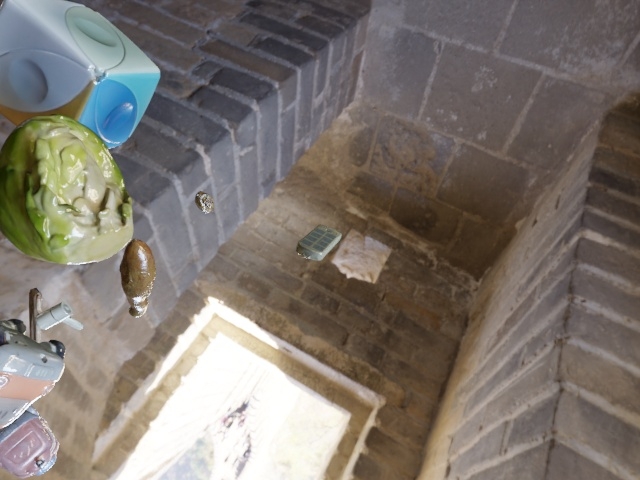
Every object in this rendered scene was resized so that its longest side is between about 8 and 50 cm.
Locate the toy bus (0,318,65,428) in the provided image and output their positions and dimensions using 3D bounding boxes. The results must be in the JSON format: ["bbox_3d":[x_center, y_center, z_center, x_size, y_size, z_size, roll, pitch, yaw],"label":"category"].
[{"bbox_3d":[-0.696,0.263,0.811,0.287,0.232,0.194,20,157,18],"label":"toy bus"}]

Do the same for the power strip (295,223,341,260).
[{"bbox_3d":[0.000,0.000,1.171,0.079,0.227,0.029,22,115,12],"label":"power strip"}]

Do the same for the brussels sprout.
[{"bbox_3d":[-0.624,-0.105,0.997,0.314,0.275,0.371,-41,73,28],"label":"brussels sprout"}]

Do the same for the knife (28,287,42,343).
[{"bbox_3d":[-0.892,0.321,1.282,0.089,0.043,0.366,14,103,25],"label":"knife"}]

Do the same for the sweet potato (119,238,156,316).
[{"bbox_3d":[-0.592,0.143,1.317,0.109,0.109,0.386,29,130,8],"label":"sweet potato"}]

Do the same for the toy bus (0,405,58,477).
[{"bbox_3d":[-1.100,0.769,1.513,0.231,0.197,0.294,42,140,3],"label":"toy bus"}]

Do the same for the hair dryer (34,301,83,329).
[{"bbox_3d":[-0.742,0.234,1.177,0.047,0.081,0.137,55,171,30],"label":"hair dryer"}]

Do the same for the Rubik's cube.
[{"bbox_3d":[-0.787,-0.514,1.300,0.347,0.352,0.352,41,118,-6],"label":"Rubik's cube"}]

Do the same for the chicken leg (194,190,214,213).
[{"bbox_3d":[-0.476,-0.151,1.684,0.084,0.069,0.198,35,172,-5],"label":"chicken leg"}]
